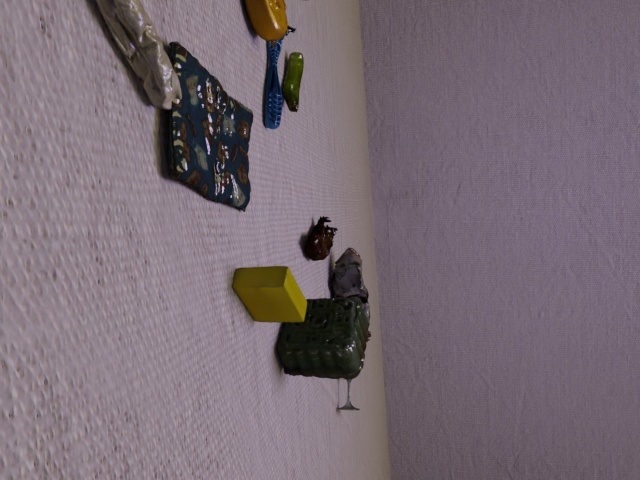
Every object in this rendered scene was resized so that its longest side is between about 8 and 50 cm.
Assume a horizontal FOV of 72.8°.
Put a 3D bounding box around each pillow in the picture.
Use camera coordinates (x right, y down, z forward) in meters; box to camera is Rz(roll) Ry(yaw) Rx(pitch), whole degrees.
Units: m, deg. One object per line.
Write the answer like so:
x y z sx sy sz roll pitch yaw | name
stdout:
-0.159 -0.154 0.661 0.255 0.034 0.189 28 62 -76 | pillow

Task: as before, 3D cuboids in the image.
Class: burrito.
-0.200 -0.224 0.463 0.041 0.045 0.185 51 -13 42 | burrito

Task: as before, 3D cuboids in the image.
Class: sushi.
0.103 0.195 1.479 0.130 0.124 0.332 -87 169 -71 | sushi

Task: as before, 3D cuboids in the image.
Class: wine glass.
0.097 0.474 1.483 0.079 0.079 0.195 53 37 -67 | wine glass

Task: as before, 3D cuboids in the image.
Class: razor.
-0.098 -0.361 0.942 0.082 0.042 0.253 9 75 -33 | razor

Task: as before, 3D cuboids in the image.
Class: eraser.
-0.086 0.096 0.760 0.122 0.097 0.045 70 24 -50 | eraser

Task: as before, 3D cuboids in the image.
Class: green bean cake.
0.008 0.204 0.953 0.173 0.181 0.094 -70 152 -53 | green bean cake

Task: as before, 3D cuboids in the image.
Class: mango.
-0.114 -0.478 0.854 0.101 0.066 0.187 -55 136 -56 | mango

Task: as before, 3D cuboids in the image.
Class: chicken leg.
0.000 0.000 1.219 0.234 0.063 0.105 -61 141 -64 | chicken leg

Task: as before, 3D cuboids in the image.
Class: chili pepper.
-0.067 -0.381 1.062 0.052 0.050 0.202 44 39 -47 | chili pepper
